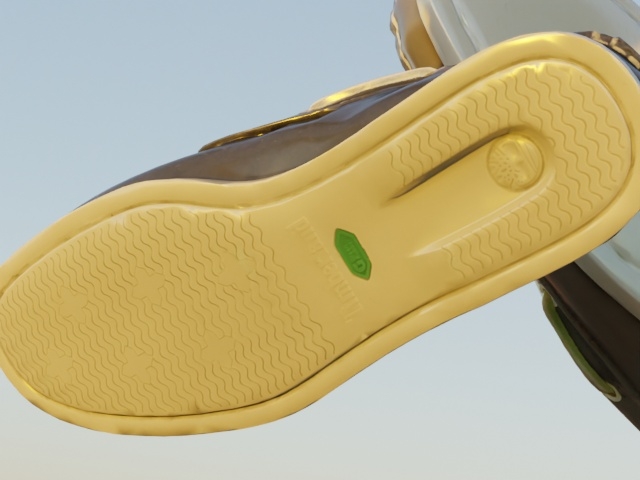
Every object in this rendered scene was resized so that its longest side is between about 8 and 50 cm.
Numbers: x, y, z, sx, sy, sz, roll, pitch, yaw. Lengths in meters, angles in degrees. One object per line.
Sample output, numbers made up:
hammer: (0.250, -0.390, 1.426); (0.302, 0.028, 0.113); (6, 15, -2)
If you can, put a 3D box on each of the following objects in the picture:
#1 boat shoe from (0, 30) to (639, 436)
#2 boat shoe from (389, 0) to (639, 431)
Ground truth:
boat shoe: (0.000, 0.000, 0.496); (0.233, 0.084, 0.079); (-22, 7, 24)
boat shoe: (0.127, 0.005, 0.641); (0.305, 0.109, 0.091); (46, -33, -14)
